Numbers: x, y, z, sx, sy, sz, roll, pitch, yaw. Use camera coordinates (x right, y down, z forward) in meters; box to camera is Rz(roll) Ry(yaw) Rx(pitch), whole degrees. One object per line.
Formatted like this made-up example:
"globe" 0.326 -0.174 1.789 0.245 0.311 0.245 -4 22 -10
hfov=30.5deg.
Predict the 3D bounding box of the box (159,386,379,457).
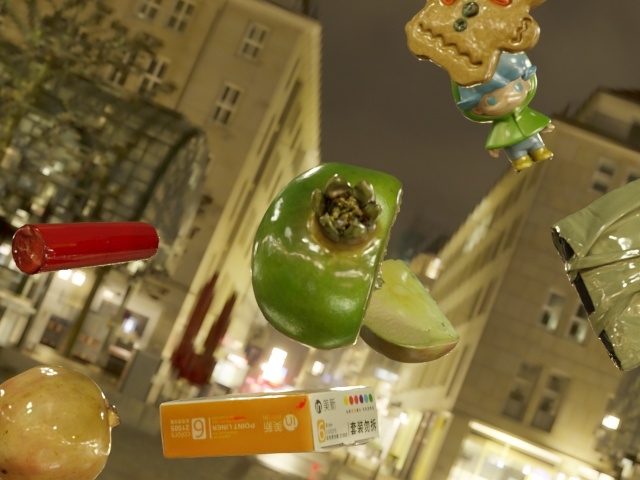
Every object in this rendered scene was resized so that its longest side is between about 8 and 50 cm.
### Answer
"box" -0.075 0.277 1.796 0.274 0.091 0.221 -7 -6 26

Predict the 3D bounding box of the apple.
"apple" 0.125 0.147 2.222 0.193 0.120 0.265 0 35 -29

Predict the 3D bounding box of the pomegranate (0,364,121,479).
"pomegranate" -0.377 0.260 1.625 0.191 0.191 0.191 22 -8 3

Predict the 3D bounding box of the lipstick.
"lipstick" -0.344 0.007 1.738 0.073 0.073 0.280 19 10 24

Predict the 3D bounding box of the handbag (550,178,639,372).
"handbag" 0.555 0.048 1.998 0.109 0.253 0.315 67 0 -68

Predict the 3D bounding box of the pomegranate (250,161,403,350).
"pomegranate" 0.000 0.000 1.849 0.216 0.309 0.358 17 -23 10

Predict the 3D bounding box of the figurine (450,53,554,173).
"figurine" 0.335 -0.254 2.156 0.143 0.162 0.263 -74 138 -83

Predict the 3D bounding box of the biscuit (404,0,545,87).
"biscuit" 0.198 -0.293 1.372 0.166 0.225 0.036 39 5 20
